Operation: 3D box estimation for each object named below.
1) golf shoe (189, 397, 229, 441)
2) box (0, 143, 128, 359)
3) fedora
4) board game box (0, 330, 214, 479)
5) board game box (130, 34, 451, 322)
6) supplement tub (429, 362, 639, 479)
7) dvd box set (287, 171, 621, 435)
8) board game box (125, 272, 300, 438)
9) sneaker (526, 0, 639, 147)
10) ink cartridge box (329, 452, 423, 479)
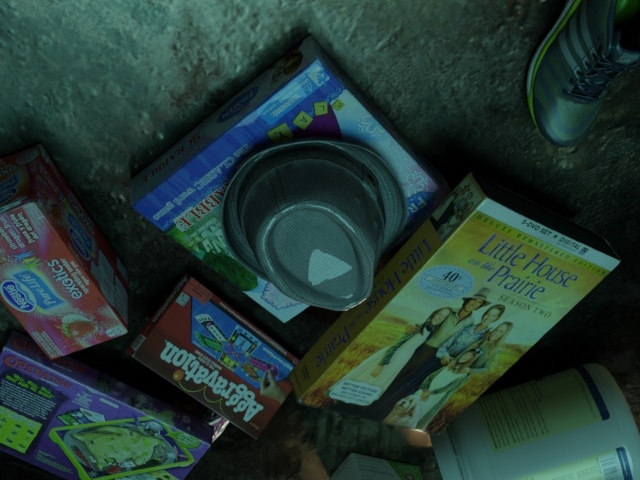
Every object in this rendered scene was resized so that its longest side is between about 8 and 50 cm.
[{"bbox_3d":[-0.177,0.278,1.543,0.186,0.067,0.086,-52,162,17],"label":"golf shoe"},{"bbox_3d":[-0.362,0.019,1.231,0.122,0.128,0.257,-20,131,5],"label":"box"},{"bbox_3d":[0.000,0.000,1.203,0.243,0.124,0.275,-23,131,8],"label":"fedora"},{"bbox_3d":[-0.366,0.295,1.464,0.346,0.056,0.208,30,124,-14],"label":"board game box"},{"bbox_3d":[-0.033,-0.065,1.269,0.318,0.066,0.318,-36,128,18],"label":"board game box"},{"bbox_3d":[0.367,0.364,1.605,0.324,0.235,0.235,-18,131,4],"label":"supplement tub"},{"bbox_3d":[0.194,0.114,1.362,0.307,0.062,0.420,21,121,-37],"label":"dvd box set"},{"bbox_3d":[-0.151,0.183,1.435,0.281,0.027,0.145,42,81,-36],"label":"board game box"},{"bbox_3d":[0.345,-0.238,1.164,0.111,0.121,0.300,1,130,-12],"label":"sneaker"},{"bbox_3d":[0.119,0.510,1.687,0.160,0.219,0.093,17,125,-24],"label":"ink cartridge box"}]
